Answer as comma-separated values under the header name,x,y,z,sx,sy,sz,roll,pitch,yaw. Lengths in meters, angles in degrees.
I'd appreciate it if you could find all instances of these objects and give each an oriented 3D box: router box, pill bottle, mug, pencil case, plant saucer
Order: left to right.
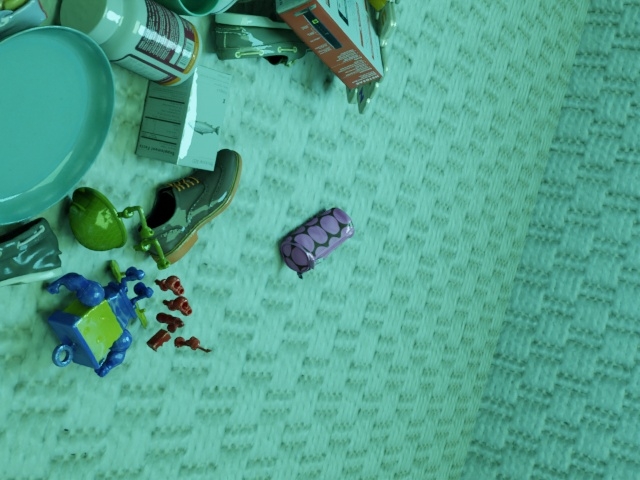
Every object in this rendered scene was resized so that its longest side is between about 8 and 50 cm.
name,x,y,z,sx,sy,sz,roll,pitch,yaw
plant saucer,-0.434,-0.170,1.247,0.317,0.044,0.317,-46,155,-29
pill bottle,-0.302,-0.337,1.376,0.221,0.121,0.121,17,88,-58
mug,-0.234,-0.462,1.454,0.157,0.097,0.129,-62,145,-21
pencil case,0.000,0.000,2.002,0.209,0.098,0.095,-40,134,-43
router box,0.010,-0.516,1.682,0.301,0.082,0.335,35,44,-56

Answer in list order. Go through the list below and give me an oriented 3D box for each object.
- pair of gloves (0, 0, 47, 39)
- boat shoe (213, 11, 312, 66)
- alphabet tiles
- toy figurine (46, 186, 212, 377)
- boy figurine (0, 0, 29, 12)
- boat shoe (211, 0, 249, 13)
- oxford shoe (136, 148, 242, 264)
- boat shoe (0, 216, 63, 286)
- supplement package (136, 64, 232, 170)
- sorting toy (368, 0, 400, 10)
name,x,y,z,sx,sy,sz,roll,pitch,yaw
pair of gloves,-0.441,-0.259,1.214,0.159,0.023,0.198,-45,161,-22
boat shoe,-0.093,-0.394,1.696,0.305,0.109,0.091,-8,110,-50
alphabet tiles,0.104,-0.431,1.858,0.284,0.021,0.278,120,-32,-58
toy figurine,-0.362,0.119,1.420,0.217,0.191,0.362,-46,136,-31
boy figurine,-0.441,-0.400,1.167,0.285,0.092,0.177,-34,131,-48
boat shoe,-0.140,-0.486,1.599,0.226,0.083,0.076,-58,137,-28
oxford shoe,-0.242,-0.083,1.602,0.271,0.097,0.098,-59,138,-25
boat shoe,-0.516,0.036,1.227,0.335,0.112,0.095,-19,101,-59
supplement package,-0.244,-0.225,1.527,0.105,0.105,0.179,3,100,-58
sorting toy,0.087,-0.574,1.698,0.229,0.041,0.307,44,36,-20
